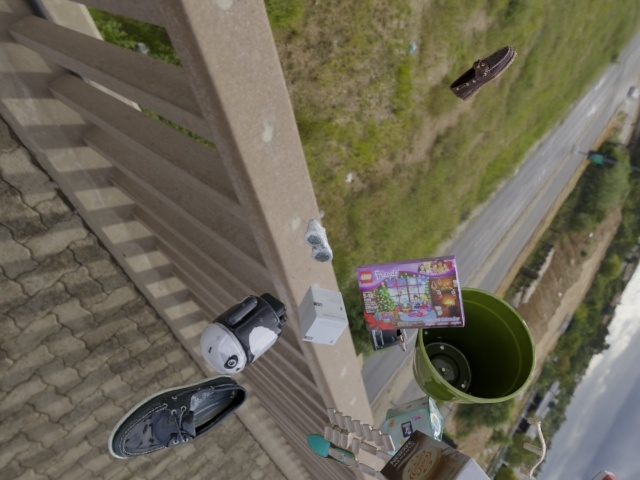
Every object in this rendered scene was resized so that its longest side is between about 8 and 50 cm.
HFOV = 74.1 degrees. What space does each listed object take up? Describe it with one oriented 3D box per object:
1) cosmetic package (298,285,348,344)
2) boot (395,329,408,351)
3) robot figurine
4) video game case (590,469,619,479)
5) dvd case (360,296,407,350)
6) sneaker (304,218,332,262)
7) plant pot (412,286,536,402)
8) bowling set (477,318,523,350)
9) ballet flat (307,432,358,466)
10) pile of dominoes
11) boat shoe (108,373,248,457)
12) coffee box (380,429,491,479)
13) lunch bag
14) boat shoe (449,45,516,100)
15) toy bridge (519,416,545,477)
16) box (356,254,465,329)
[{"bbox_3d":[0.006,0.318,1.797,0.151,0.184,0.152,14,124,-21],"label":"cosmetic package"},{"bbox_3d":[0.341,0.408,1.795,0.041,0.118,0.087,-20,109,10],"label":"boot"},{"bbox_3d":[-0.225,0.277,1.277,0.278,0.173,0.209,-35,106,-36],"label":"robot figurine"},{"bbox_3d":[0.308,0.403,0.383,0.025,0.285,0.204,28,105,-28],"label":"video game case"},{"bbox_3d":[0.283,0.349,1.874,0.179,0.239,0.029,-5,164,-29],"label":"dvd case"},{"bbox_3d":[0.000,0.000,1.733,0.232,0.090,0.115,73,18,-50],"label":"sneaker"},{"bbox_3d":[0.476,0.406,1.467,0.366,0.366,0.353,-41,159,-26],"label":"plant pot"},{"bbox_3d":[0.613,0.334,1.650,0.154,0.200,0.287,-22,154,-37],"label":"bowling set"},{"bbox_3d":[0.051,0.876,1.768,0.073,0.232,0.080,41,69,-59],"label":"ballet flat"},{"bbox_3d":[0.130,0.648,1.365,0.040,0.250,0.196,-30,128,-55],"label":"pile of dominoes"},{"bbox_3d":[-0.318,0.423,1.018,0.339,0.112,0.127,-4,93,-50],"label":"boat shoe"},{"bbox_3d":[0.244,0.519,0.910,0.141,0.098,0.246,-40,179,-18],"label":"coffee box"},{"bbox_3d":[0.392,0.795,1.793,0.223,0.160,0.262,-26,179,18],"label":"lunch bag"},{"bbox_3d":[0.488,-0.512,1.291,0.073,0.207,0.073,29,50,-21],"label":"boat shoe"},{"bbox_3d":[0.711,0.695,1.411,0.026,0.063,0.189,12,87,-40],"label":"toy bridge"},{"bbox_3d":[0.266,0.161,1.268,0.057,0.292,0.201,-27,108,-66],"label":"box"}]
